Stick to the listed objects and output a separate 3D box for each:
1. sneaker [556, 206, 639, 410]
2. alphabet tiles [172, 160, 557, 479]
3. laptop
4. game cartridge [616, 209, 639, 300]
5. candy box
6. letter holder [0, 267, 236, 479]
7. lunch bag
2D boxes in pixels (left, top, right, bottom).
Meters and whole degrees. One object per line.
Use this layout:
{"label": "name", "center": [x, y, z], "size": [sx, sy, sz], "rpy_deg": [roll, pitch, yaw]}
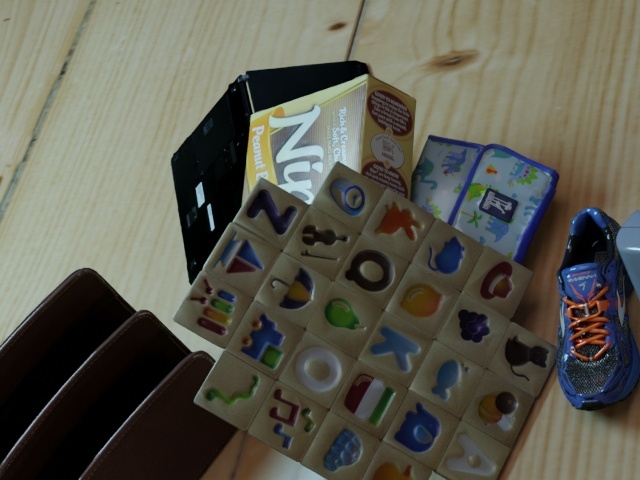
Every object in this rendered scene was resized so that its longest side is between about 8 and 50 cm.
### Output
{"label": "sneaker", "center": [0.256, 0.063, 1.267], "size": [0.083, 0.087, 0.221], "rpy_deg": [-13, 49, 25]}
{"label": "alphabet tiles", "center": [0.048, 0.091, 1.271], "size": [0.343, 0.011, 0.285], "rpy_deg": [30, 69, 0]}
{"label": "laptop", "center": [-0.052, -0.089, 1.643], "size": [0.264, 0.137, 0.234], "rpy_deg": [-47, 37, 29]}
{"label": "game cartridge", "center": [0.393, 0.068, 1.096], "size": [0.297, 0.198, 0.062], "rpy_deg": [19, 67, 42]}
{"label": "candy box", "center": [0.000, 0.000, 1.399], "size": [0.183, 0.088, 0.316], "rpy_deg": [-13, 63, 43]}
{"label": "letter holder", "center": [-0.254, 0.208, 1.384], "size": [0.152, 0.214, 0.302], "rpy_deg": [25, 71, 43]}
{"label": "lunch bag", "center": [0.163, -0.032, 1.401], "size": [0.151, 0.096, 0.128], "rpy_deg": [16, 72, 34]}
